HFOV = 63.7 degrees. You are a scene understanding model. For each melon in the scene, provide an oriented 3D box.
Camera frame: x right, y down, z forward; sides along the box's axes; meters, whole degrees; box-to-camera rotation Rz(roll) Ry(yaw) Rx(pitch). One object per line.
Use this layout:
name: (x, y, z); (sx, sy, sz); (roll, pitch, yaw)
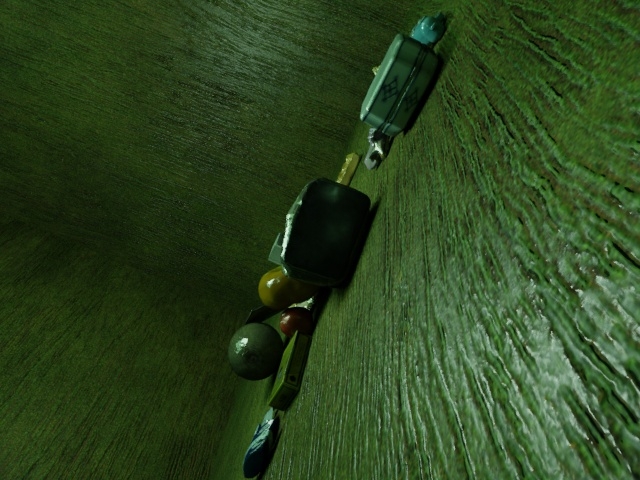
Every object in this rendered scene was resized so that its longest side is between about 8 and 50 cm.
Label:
melon: (-0.272, 0.468, 2.193); (0.301, 0.237, 0.238); (-143, 77, -89)

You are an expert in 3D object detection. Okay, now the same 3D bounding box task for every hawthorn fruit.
hawthorn fruit: (-0.083, 0.284, 1.786); (0.128, 0.127, 0.128); (-156, 90, -84)

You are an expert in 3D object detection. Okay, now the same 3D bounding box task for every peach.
peach: (-0.102, 0.146, 1.836); (0.251, 0.153, 0.251); (-24, 3, 1)

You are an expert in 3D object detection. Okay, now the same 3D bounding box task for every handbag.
handbag: (0.007, -0.007, 1.646); (0.240, 0.247, 0.341); (96, -167, -72)

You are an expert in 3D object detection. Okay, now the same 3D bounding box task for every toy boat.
toy boat: (-0.190, 0.642, 1.653); (0.210, 0.070, 0.291); (-62, 2, -6)

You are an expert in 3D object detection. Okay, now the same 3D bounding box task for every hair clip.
hair clip: (0.242, -0.417, 1.853); (0.106, 0.084, 0.292); (43, -113, -50)

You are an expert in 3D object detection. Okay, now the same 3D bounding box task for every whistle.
whistle: (0.371, -0.740, 1.840); (0.186, 0.093, 0.274); (-53, 9, 9)

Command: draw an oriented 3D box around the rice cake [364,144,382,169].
rice cake: (0.229, -0.405, 2.001); (0.073, 0.056, 0.365); (123, 168, -46)

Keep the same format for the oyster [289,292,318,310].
oyster: (-0.067, 0.194, 2.055); (0.354, 0.107, 0.201); (12, 76, 60)

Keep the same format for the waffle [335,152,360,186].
waffle: (0.123, -0.320, 2.590); (0.221, 0.055, 0.248); (-112, 46, -81)

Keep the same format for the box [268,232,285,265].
box: (-0.105, 0.068, 2.288); (0.130, 0.225, 0.086); (-80, 15, -64)

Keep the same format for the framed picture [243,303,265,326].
framed picture: (-0.199, 0.297, 2.313); (0.323, 0.013, 0.244); (-24, -19, -31)

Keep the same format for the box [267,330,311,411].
box: (-0.097, 0.421, 1.673); (0.220, 0.064, 0.141); (-76, 12, -50)

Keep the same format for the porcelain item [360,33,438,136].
porcelain item: (0.254, -0.498, 1.660); (0.282, 0.157, 0.286); (-61, 7, 27)

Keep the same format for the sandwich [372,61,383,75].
sandwich: (0.262, -0.587, 1.903); (0.058, 0.162, 0.193); (-84, 17, -61)
